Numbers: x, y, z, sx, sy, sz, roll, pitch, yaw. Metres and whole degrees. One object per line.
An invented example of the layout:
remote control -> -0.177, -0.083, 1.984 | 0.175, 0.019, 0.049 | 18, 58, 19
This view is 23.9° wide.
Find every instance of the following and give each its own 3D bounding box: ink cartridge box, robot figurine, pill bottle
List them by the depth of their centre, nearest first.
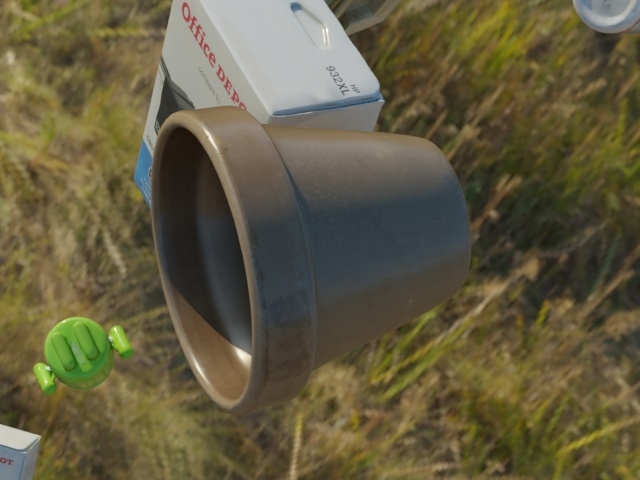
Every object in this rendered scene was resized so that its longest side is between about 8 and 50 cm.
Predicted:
robot figurine -> -0.246, 0.116, 1.549 | 0.101, 0.115, 0.067 | -27, 79, -10
ink cartridge box -> -0.074, -0.103, 1.552 | 0.129, 0.307, 0.223 | -12, 54, -27
ink cartridge box -> -0.353, 0.258, 1.565 | 0.099, 0.135, 0.056 | 16, 13, 6
pill bottle -> 0.349, -0.274, 1.686 | 0.087, 0.087, 0.160 | 51, 28, 16

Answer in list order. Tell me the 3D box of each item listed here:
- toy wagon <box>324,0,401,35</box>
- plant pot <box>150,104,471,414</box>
toy wagon -> -0.028, -0.343, 1.952 | 0.344, 0.267, 0.068 | 0, 60, -36
plant pot -> 0.000, 0.000, 1.309 | 0.229, 0.263, 0.263 | -11, 59, -20
